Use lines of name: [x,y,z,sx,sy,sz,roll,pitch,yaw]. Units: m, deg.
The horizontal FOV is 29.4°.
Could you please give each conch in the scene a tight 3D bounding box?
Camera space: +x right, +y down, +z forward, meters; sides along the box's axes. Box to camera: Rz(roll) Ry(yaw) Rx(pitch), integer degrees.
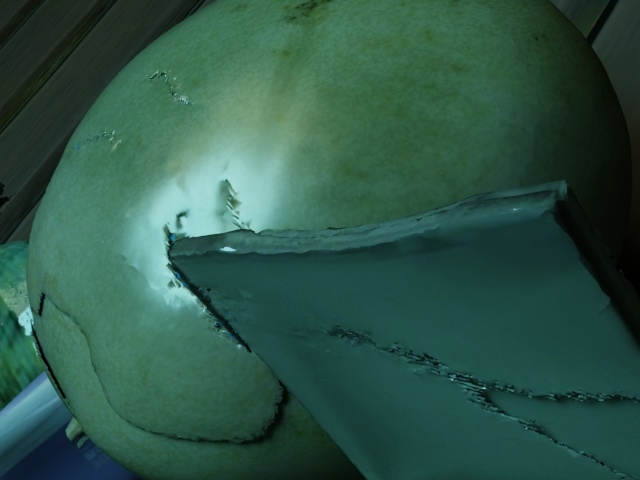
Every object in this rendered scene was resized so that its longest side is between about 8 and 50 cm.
conch: [-0.208,0.082,0.853,0.188,0.122,0.176,-34,59,11]

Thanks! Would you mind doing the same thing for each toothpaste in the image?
toothpaste: [-0.077,0.051,0.785,0.080,0.125,0.371,21,60,43]

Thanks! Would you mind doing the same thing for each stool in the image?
stool: [0.035,0.165,0.412,0.170,0.269,0.243,-7,44,36]

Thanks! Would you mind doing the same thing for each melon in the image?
melon: [0.000,0.000,0.640,0.330,0.268,0.268,-39,35,-9]

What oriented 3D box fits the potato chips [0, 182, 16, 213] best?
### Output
potato chips: [-0.295,0.047,0.947,0.202,0.029,0.220,-62,4,-38]
